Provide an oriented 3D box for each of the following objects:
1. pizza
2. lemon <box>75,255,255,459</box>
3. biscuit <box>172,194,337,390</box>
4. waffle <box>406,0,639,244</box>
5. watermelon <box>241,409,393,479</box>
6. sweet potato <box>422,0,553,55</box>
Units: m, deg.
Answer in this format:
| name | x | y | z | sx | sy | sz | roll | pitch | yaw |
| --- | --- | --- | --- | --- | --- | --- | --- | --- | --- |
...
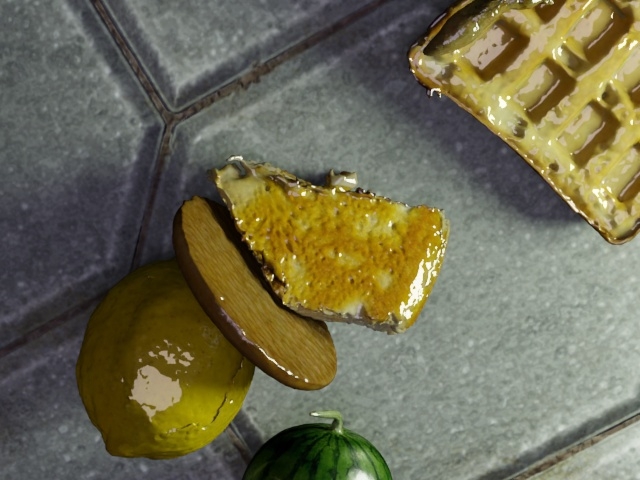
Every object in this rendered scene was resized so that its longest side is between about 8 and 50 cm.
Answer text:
| name | x | y | z | sx | sy | sz | roll | pitch | yaw |
| --- | --- | --- | --- | --- | --- | --- | --- | --- | --- |
| pizza | 0.000 | 0.000 | 1.559 | 0.297 | 0.071 | 0.189 | 18 | 71 | -13 |
| lemon | -0.175 | 0.134 | 1.551 | 0.204 | 0.204 | 0.260 | 28 | 67 | -8 |
| biscuit | -0.076 | 0.062 | 1.510 | 0.037 | 0.262 | 0.262 | -39 | 103 | 18 |
| waffle | 0.311 | -0.204 | 1.531 | 0.348 | 0.077 | 0.304 | 40 | 103 | -11 |
| watermelon | -0.002 | 0.299 | 1.615 | 0.188 | 0.188 | 0.215 | 13 | 97 | -5 |
| sweet potato | 0.177 | -0.243 | 1.463 | 0.153 | 0.038 | 0.041 | -26 | 126 | 0 |
